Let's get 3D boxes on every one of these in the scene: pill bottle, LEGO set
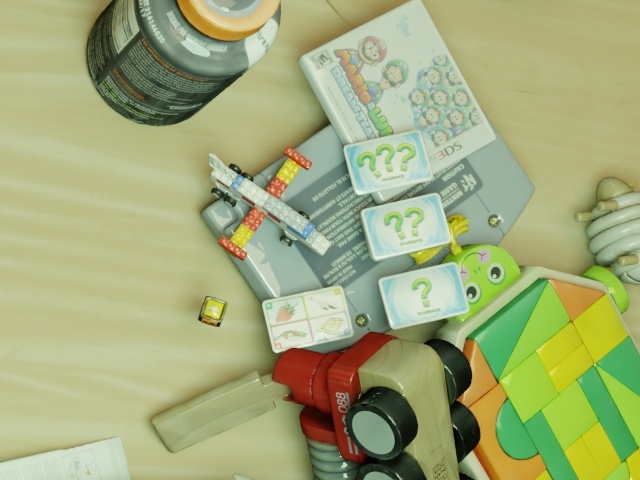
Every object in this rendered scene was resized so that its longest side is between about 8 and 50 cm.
[{"bbox_3d":[-0.114,-0.190,1.695,0.130,0.245,0.130,4,78,-21],"label":"pill bottle"},{"bbox_3d":[0.000,0.000,1.734,0.244,0.060,0.182,-11,78,-11],"label":"LEGO set"}]

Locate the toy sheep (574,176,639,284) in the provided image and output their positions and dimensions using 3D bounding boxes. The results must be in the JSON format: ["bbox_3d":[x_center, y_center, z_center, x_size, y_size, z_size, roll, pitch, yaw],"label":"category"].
[{"bbox_3d":[0.304,-0.001,1.909,0.091,0.091,0.132,-11,79,-23],"label":"toy sheep"}]

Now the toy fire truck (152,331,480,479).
[{"bbox_3d":[0.000,0.190,1.718,0.158,0.246,0.217,-38,128,-43],"label":"toy fire truck"}]

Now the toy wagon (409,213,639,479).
[{"bbox_3d":[0.196,0.133,1.821,0.267,0.068,0.344,-37,108,-24],"label":"toy wagon"}]

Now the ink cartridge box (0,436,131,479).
[{"bbox_3d":[-0.239,0.257,1.674,0.179,0.045,0.145,-10,81,-41],"label":"ink cartridge box"}]

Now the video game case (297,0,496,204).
[{"bbox_3d":[0.074,-0.133,1.826,0.143,0.019,0.157,-29,90,-25],"label":"video game case"}]

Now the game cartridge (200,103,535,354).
[{"bbox_3d":[0.054,-0.025,1.834,0.297,0.062,0.198,-35,97,-24],"label":"game cartridge"}]

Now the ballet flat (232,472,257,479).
[{"bbox_3d":[-0.100,0.244,1.642,0.316,0.106,0.108,4,118,-15],"label":"ballet flat"}]
